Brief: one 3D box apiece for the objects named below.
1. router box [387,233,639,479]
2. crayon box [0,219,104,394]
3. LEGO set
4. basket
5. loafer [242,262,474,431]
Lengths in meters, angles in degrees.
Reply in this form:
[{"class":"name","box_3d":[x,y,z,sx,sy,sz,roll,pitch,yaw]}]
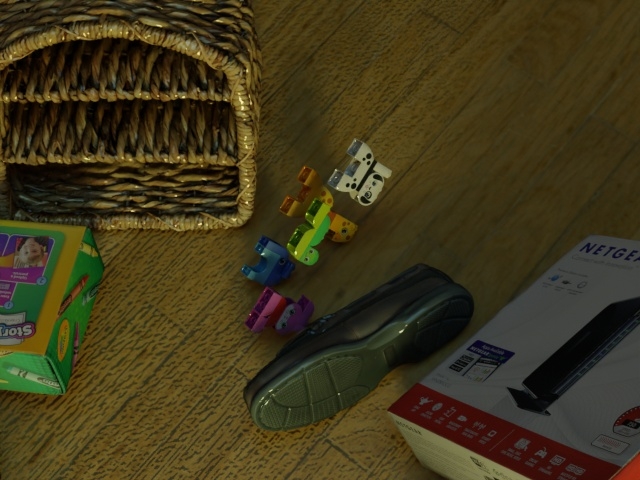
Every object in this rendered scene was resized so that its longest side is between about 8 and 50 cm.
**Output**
[{"class":"router box","box_3d":[0.264,0.128,1.177,0.301,0.335,0.082,-39,110,-17]},{"class":"crayon box","box_3d":[-0.386,0.061,1.335,0.278,0.081,0.165,5,54,8]},{"class":"LEGO set","box_3d":[0.000,0.000,1.370,0.227,0.093,0.087,-59,35,4]},{"class":"basket","box_3d":[-0.217,-0.152,1.385,0.299,0.213,0.223,2,62,3]},{"class":"loafer","box_3d":[0.031,0.108,1.323,0.267,0.096,0.084,-26,45,-18]}]
